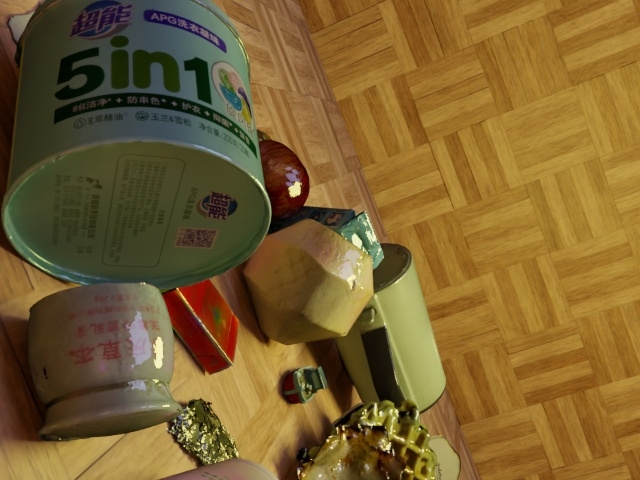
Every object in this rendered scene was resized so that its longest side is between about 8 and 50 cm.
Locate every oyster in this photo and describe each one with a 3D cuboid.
[{"bbox_3d":[0.065,0.515,1.257,0.096,0.221,0.361,138,-54,-64],"label":"oyster"}]

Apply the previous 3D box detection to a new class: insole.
[{"bbox_3d":[-0.392,-0.305,0.998,0.197,0.004,0.065,-82,149,-63],"label":"insole"}]

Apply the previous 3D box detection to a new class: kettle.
[{"bbox_3d":[0.154,0.249,1.636,0.361,0.250,0.377,-96,166,-65],"label":"kettle"}]

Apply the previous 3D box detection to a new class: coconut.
[{"bbox_3d":[-0.026,0.095,1.379,0.259,0.259,0.259,-20,90,-76],"label":"coconut"}]

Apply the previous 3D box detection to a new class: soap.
[{"bbox_3d":[0.000,0.000,1.544,0.077,0.293,0.156,-50,125,-30],"label":"soap"}]

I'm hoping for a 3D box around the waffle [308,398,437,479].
[{"bbox_3d":[0.115,0.481,1.403,0.073,0.297,0.317,1,-73,57],"label":"waffle"}]

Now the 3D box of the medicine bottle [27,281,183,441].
[{"bbox_3d":[-0.224,0.130,0.728,0.147,0.147,0.143,37,37,-65],"label":"medicine bottle"}]

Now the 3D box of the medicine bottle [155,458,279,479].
[{"bbox_3d":[-0.140,0.330,0.760,0.254,0.152,0.152,27,44,-69],"label":"medicine bottle"}]

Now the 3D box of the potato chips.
[{"bbox_3d":[-0.151,0.330,0.990,0.202,0.029,0.220,-9,82,-76],"label":"potato chips"}]

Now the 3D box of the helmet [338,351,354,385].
[{"bbox_3d":[0.136,0.276,1.929,0.257,0.140,0.205,-82,149,-58],"label":"helmet"}]

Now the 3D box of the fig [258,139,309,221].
[{"bbox_3d":[-0.127,-0.112,1.473,0.207,0.175,0.175,-36,107,-49],"label":"fig"}]

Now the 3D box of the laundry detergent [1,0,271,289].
[{"bbox_3d":[-0.219,-0.139,0.842,0.287,0.287,0.305,50,25,-54],"label":"laundry detergent"}]

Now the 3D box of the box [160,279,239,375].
[{"bbox_3d":[-0.191,0.109,1.086,0.112,0.048,0.175,-91,156,-57],"label":"box"}]

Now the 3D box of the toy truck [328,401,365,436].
[{"bbox_3d":[0.121,0.485,1.553,0.155,0.124,0.268,22,-38,63],"label":"toy truck"}]

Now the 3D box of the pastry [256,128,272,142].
[{"bbox_3d":[-0.136,-0.182,1.639,0.153,0.081,0.153,-22,90,-80],"label":"pastry"}]

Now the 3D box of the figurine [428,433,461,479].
[{"bbox_3d":[0.329,0.705,2.179,0.141,0.166,0.250,15,-76,63],"label":"figurine"}]

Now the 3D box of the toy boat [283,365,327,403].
[{"bbox_3d":[-0.029,0.292,1.426,0.173,0.058,0.069,6,64,-75],"label":"toy boat"}]
